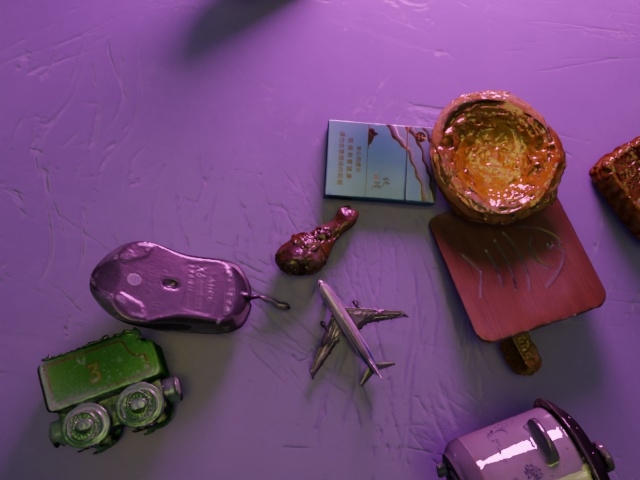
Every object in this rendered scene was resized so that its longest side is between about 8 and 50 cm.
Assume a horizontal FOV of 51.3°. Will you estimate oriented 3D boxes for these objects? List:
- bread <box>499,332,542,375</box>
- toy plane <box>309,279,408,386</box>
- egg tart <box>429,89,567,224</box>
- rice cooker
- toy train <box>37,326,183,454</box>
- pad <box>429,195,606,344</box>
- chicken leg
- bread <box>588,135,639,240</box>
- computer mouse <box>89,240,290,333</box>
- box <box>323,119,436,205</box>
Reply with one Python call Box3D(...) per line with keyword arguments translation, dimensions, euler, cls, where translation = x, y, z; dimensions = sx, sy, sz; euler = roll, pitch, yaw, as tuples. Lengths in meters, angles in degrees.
Box3D(translation=(0.395, 0.218, 1.325), dimensions=(0.066, 0.060, 0.110), euler=(-28, 87, 5), cls="bread")
Box3D(translation=(0.057, 0.175, 1.302), dimensions=(0.226, 0.058, 0.226), euler=(-32, 82, -5), cls="toy plane")
Box3D(translation=(0.357, -0.165, 1.360), dimensions=(0.290, 0.107, 0.291), euler=(0, 83, 0), cls="egg tart")
Box3D(translation=(0.380, 0.440, 1.191), dimensions=(0.316, 0.264, 0.317), euler=(-8, 122, -12), cls="rice cooker")
Box3D(translation=(-0.381, 0.275, 1.217), dimensions=(0.243, 0.132, 0.188), euler=(-18, 75, -7), cls="toy train")
Box3D(translation=(0.396, 0.039, 1.342), dimensions=(0.283, 0.018, 0.287), euler=(-17, 70, -7), cls="pad")
Box3D(translation=(0.001, 0.002, 1.326), dimensions=(0.198, 0.069, 0.085), euler=(-40, 63, -16), cls="chicken leg")
Box3D(translation=(0.686, -0.109, 1.381), dimensions=(0.181, 0.096, 0.222), euler=(-35, 84, -9), cls="bread")
Box3D(translation=(-0.244, 0.108, 1.271), dimensions=(0.379, 0.090, 0.167), euler=(12, 60, -17), cls="computer mouse")
Box3D(translation=(0.124, -0.160, 1.367), dimensions=(0.229, 0.041, 0.162), euler=(4, 81, -4), cls="box")
